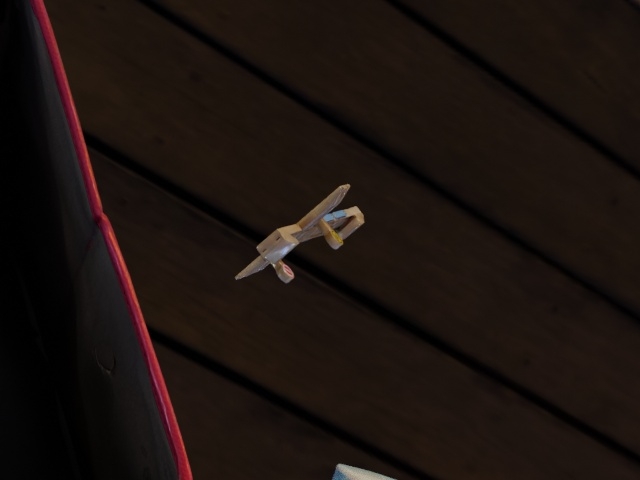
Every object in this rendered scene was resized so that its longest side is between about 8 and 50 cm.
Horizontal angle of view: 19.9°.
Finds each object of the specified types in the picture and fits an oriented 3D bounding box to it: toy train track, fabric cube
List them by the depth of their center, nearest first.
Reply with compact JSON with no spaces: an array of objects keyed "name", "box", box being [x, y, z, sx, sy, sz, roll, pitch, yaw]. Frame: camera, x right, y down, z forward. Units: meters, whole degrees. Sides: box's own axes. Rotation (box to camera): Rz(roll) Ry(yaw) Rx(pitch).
[{"name":"toy train track","box":[0.000,0.000,0.610,0.048,0.083,0.014,-41,83,18]},{"name":"fabric cube","box":[-0.226,0.057,0.805,0.254,0.258,0.259,-14,76,-18]}]

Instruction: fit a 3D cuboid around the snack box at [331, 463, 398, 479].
[{"name":"snack box","box":[0.012,0.277,0.788,0.060,0.187,0.322,20,90,-27]}]
